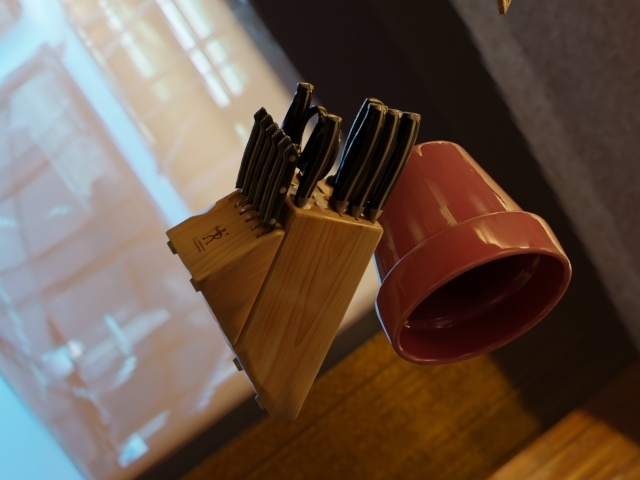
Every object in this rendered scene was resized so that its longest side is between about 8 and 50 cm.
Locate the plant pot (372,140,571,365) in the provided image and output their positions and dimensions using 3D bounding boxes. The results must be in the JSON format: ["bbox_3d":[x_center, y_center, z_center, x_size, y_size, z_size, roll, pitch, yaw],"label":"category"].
[{"bbox_3d":[0.134,0.004,1.647,0.201,0.201,0.180,71,-6,-58],"label":"plant pot"}]

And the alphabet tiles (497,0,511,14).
[{"bbox_3d":[0.177,-0.358,1.566,0.009,0.198,0.237,0,-56,20],"label":"alphabet tiles"}]

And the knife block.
[{"bbox_3d":[0.000,0.000,1.403,0.088,0.242,0.275,54,-8,51],"label":"knife block"}]
